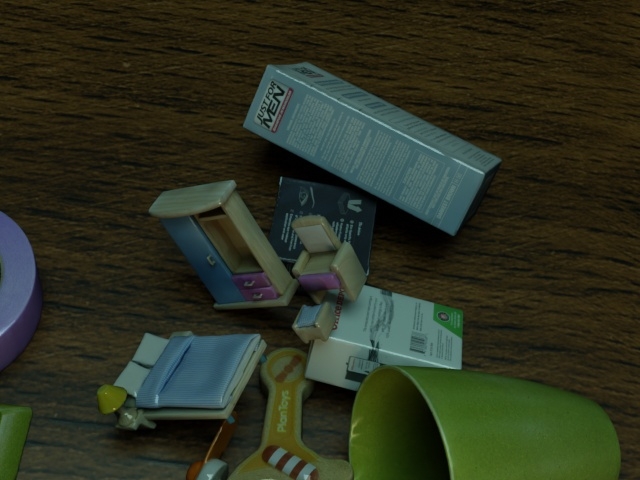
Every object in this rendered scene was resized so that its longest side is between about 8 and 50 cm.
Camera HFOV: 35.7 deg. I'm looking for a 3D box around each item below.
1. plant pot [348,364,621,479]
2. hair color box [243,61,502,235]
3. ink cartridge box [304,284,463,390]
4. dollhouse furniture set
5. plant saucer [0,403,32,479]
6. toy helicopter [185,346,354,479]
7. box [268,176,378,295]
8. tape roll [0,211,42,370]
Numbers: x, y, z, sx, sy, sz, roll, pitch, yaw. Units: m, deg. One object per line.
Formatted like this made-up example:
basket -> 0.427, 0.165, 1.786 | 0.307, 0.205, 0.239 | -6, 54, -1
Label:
plant pot -> 0.225, 0.285, 1.274 | 0.293, 0.275, 0.275 | -2, 56, -24
hair color box -> 0.086, -0.154, 1.579 | 0.374, 0.114, 0.185 | 29, 18, 11
ink cartridge box -> 0.092, 0.146, 1.416 | 0.208, 0.087, 0.153 | 15, 32, 1
dollhouse furniture set -> -0.147, 0.093, 1.306 | 0.286, 0.198, 0.303 | -7, 39, 36
plant saucer -> -0.496, 0.287, 1.306 | 0.188, 0.045, 0.189 | 7, 57, -3
toy helicopter -> -0.071, 0.293, 1.330 | 0.234, 0.140, 0.355 | 0, 46, 4
box -> 0.000, 0.000, 1.527 | 0.158, 0.093, 0.156 | 10, 55, 0
tape roll -> -0.541, 0.074, 1.414 | 0.274, 0.090, 0.275 | 3, 56, -5
